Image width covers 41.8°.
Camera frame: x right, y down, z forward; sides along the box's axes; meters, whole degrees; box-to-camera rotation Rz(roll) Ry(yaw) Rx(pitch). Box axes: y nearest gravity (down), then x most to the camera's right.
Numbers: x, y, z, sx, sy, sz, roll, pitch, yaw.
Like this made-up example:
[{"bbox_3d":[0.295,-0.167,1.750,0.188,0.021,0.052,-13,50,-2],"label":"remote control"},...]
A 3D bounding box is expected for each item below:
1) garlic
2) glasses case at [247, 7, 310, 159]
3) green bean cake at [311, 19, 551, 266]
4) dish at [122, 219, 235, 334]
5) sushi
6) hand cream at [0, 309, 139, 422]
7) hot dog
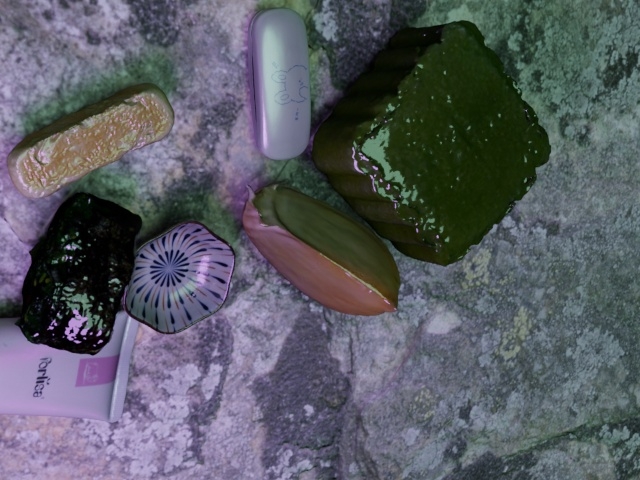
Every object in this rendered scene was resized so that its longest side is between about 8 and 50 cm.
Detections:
[{"bbox_3d":[-0.014,-0.009,1.331,0.338,0.196,0.151,40,80,-25],"label":"garlic"},{"bbox_3d":[-0.063,-0.240,1.300,0.092,0.059,0.233,-10,110,-26],"label":"glasses case"},{"bbox_3d":[0.179,-0.163,1.389,0.335,0.218,0.319,-47,115,-16],"label":"green bean cake"},{"bbox_3d":[-0.227,0.047,1.293,0.191,0.066,0.190,-16,121,-28],"label":"dish"},{"bbox_3d":[-0.338,0.044,1.174,0.127,0.124,0.225,24,69,-30],"label":"sushi"},{"bbox_3d":[-0.435,0.181,1.202,0.359,0.118,0.185,6,96,-38],"label":"hand cream"},{"bbox_3d":[-0.322,-0.143,1.174,0.243,0.073,0.084,-32,122,-17],"label":"hot dog"}]
